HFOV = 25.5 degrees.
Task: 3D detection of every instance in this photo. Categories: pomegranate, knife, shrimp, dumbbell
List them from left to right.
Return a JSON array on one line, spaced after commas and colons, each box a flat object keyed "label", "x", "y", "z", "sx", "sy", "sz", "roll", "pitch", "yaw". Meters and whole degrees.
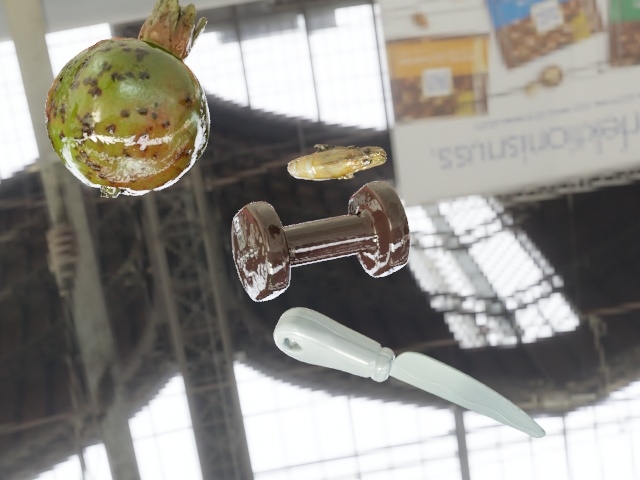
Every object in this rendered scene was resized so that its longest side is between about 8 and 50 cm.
[{"label": "pomegranate", "x": -0.171, "y": -0.136, "z": 1.327, "sx": 0.159, "sy": 0.159, "sz": 0.205, "roll": 10, "pitch": -110, "yaw": 39}, {"label": "dumbbell", "x": 0.000, "y": 0.000, "z": 1.914, "sx": 0.225, "sy": 0.124, "sz": 0.140, "roll": -11, "pitch": 167, "yaw": -25}, {"label": "shrimp", "x": 0.032, "y": -0.092, "z": 1.726, "sx": 0.162, "sy": 0.045, "sz": 0.095, "roll": -5, "pitch": 170, "yaw": 43}, {"label": "knife", "x": 0.103, "y": 0.148, "z": 1.609, "sx": 0.331, "sy": 0.080, "sz": 0.044, "roll": 19, "pitch": -127, "yaw": 12}]
